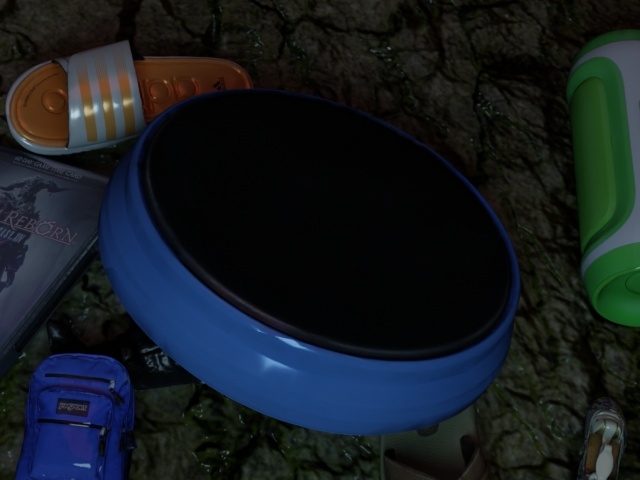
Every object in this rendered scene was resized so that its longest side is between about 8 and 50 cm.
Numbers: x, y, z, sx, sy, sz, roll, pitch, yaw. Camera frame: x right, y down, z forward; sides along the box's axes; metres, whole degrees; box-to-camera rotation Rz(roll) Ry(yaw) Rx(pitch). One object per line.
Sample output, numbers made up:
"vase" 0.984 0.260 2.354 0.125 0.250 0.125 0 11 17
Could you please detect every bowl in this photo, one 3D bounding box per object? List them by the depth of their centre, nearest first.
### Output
"bowl" 0.000 0.000 1.157 0.391 0.077 0.391 15 37 -12

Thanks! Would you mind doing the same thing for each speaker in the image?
"speaker" 0.313 -0.066 1.287 0.131 0.131 0.296 5 55 -2

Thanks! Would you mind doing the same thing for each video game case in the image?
"video game case" -0.318 0.025 1.195 0.196 0.026 0.274 17 55 24

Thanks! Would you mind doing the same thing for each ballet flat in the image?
"ballet flat" 0.256 0.184 1.160 0.041 0.041 0.114 16 55 5

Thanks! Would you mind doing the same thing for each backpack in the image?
"backpack" -0.201 0.154 1.090 0.098 0.101 0.120 8 69 -7

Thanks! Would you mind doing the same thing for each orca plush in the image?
"orca plush" -0.104 0.056 1.175 0.287 0.102 0.151 -6 56 -9

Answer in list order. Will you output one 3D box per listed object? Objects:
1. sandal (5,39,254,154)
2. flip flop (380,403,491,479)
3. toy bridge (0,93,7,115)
"sandal" -0.183 -0.157 1.298 0.265 0.076 0.102 -12 77 -25
"flip flop" 0.103 0.197 1.098 0.112 0.080 0.277 -10 55 3
"toy bridge" -0.308 -0.129 1.317 0.188 0.026 0.063 -15 34 -24
